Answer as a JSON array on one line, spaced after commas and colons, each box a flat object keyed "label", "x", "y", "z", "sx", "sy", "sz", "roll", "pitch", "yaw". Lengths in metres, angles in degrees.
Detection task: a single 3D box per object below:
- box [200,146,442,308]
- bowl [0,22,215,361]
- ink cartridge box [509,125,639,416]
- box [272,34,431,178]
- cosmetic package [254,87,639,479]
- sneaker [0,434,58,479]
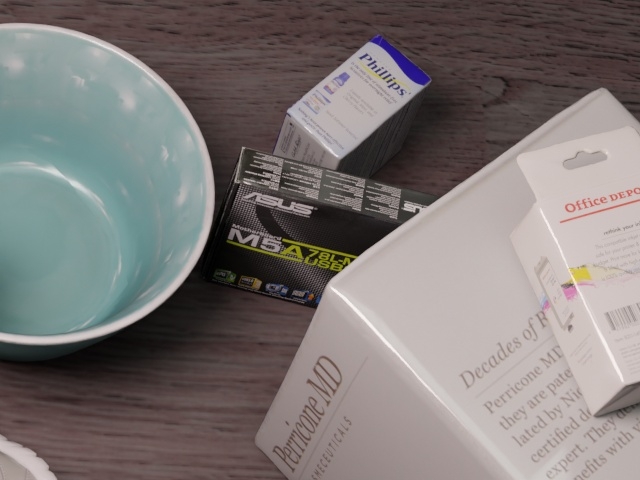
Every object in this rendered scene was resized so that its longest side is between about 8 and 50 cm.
[{"label": "box", "x": 0.000, "y": 0.000, "z": 1.693, "sx": 0.190, "sy": 0.184, "sz": 0.045, "roll": 15, "pitch": 61, "yaw": -7}, {"label": "bowl", "x": -0.259, "y": -0.019, "z": 1.649, "sx": 0.311, "sy": 0.163, "sz": 0.311, "roll": 6, "pitch": 62, "yaw": -12}, {"label": "ink cartridge box", "x": 0.224, "y": 0.020, "z": 1.426, "sx": 0.115, "sy": 0.067, "sz": 0.198, "roll": -14, "pitch": 68, "yaw": -21}, {"label": "box", "x": 0.025, "y": -0.105, "z": 1.789, "sx": 0.072, "sy": 0.126, "sz": 0.137, "roll": 42, "pitch": 60, "yaw": 12}, {"label": "cosmetic package", "x": 0.212, "y": 0.162, "z": 1.578, "sx": 0.327, "sy": 0.329, "sz": 0.394, "roll": -36, "pitch": 75, "yaw": -27}, {"label": "sneaker", "x": -0.311, "y": 0.203, "z": 1.545, "sx": 0.281, "sy": 0.105, "sz": 0.115, "roll": 40, "pitch": 42, "yaw": 21}]
